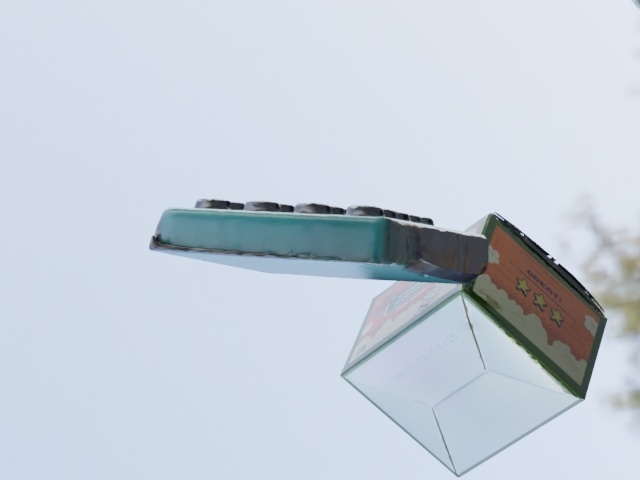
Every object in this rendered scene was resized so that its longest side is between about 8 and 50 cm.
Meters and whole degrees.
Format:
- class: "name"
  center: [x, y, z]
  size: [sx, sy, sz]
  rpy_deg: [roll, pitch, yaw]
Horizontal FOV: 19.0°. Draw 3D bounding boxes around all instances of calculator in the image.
- class: "calculator"
  center: [0.000, 0.000, 1.743]
  size: [0.274, 0.248, 0.058]
  rpy_deg: [11, -98, -64]

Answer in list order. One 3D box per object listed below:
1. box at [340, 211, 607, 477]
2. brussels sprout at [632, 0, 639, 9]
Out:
- class: "box"
  center: [0.161, 0.107, 1.978]
  size: [0.177, 0.195, 0.148]
  rpy_deg: [41, -140, -12]
- class: "brussels sprout"
  center: [0.367, -0.317, 1.653]
  size: [0.242, 0.274, 0.316]
  rpy_deg: [60, 176, 12]
